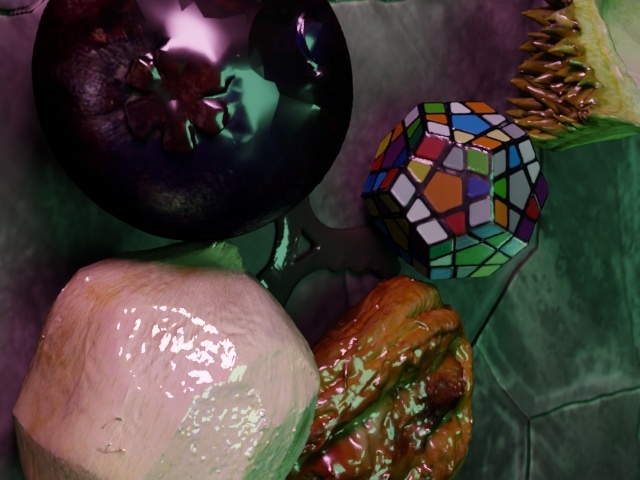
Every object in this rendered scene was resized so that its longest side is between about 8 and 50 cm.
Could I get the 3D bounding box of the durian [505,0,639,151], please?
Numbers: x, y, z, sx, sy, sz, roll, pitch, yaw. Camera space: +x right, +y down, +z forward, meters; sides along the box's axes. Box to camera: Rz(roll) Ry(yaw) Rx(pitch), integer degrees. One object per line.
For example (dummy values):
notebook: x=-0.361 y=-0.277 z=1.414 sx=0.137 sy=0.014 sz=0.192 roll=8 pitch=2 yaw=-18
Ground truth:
durian: x=0.277 y=-0.146 z=1.460 sx=0.394 sy=0.198 sz=0.163 roll=-6 pitch=103 yaw=-46

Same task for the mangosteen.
mangosteen: x=-0.070 y=-0.100 z=1.151 sx=0.230 sy=0.194 sz=0.194 roll=-51 pitch=142 yaw=-73

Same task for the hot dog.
hot dog: x=0.031 y=0.121 z=1.348 sx=0.227 sy=0.099 sz=0.160 roll=-41 pitch=125 yaw=-28

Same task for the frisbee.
frisbee: x=0.000 y=0.000 z=1.346 sx=0.187 sy=0.012 sz=0.211 roll=0 pitch=98 yaw=-46

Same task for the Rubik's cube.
Rubik's cube: x=0.096 y=-0.036 z=1.356 sx=0.133 sy=0.133 sz=0.112 roll=-18 pitch=131 yaw=-41

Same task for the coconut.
coconut: x=-0.091 y=0.089 z=1.161 sx=0.194 sy=0.194 sz=0.194 roll=-12 pitch=108 yaw=-43
